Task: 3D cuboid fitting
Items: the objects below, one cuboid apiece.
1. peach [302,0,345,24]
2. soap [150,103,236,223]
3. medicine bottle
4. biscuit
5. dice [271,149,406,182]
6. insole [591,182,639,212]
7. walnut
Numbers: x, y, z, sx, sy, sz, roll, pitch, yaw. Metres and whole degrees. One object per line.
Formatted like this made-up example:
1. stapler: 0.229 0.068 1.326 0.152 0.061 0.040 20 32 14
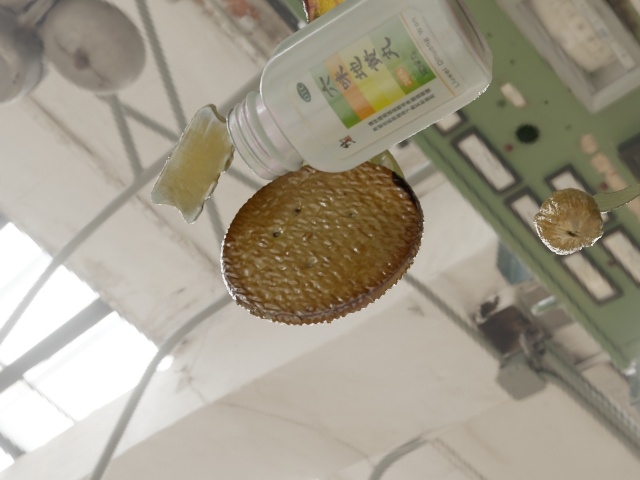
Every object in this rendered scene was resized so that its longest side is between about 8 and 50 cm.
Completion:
1. peach: 0.064 -0.342 1.397 0.196 0.190 0.226 34 -139 -30
2. soap: -0.188 -0.126 1.550 0.089 0.173 0.274 30 -176 -9
3. medicine bottle: 0.040 -0.195 1.233 0.179 0.324 0.124 53 -154 -21
4. biscuit: 0.000 0.000 1.407 0.038 0.305 0.305 65 -160 -46
5. dice: 0.043 -0.049 1.987 0.227 0.238 0.233 63 -148 -26
6. insole: 0.545 -0.077 1.868 0.005 0.086 0.253 51 174 -3
7. walnut: 0.379 -0.030 1.509 0.105 0.105 0.124 55 -163 -3
